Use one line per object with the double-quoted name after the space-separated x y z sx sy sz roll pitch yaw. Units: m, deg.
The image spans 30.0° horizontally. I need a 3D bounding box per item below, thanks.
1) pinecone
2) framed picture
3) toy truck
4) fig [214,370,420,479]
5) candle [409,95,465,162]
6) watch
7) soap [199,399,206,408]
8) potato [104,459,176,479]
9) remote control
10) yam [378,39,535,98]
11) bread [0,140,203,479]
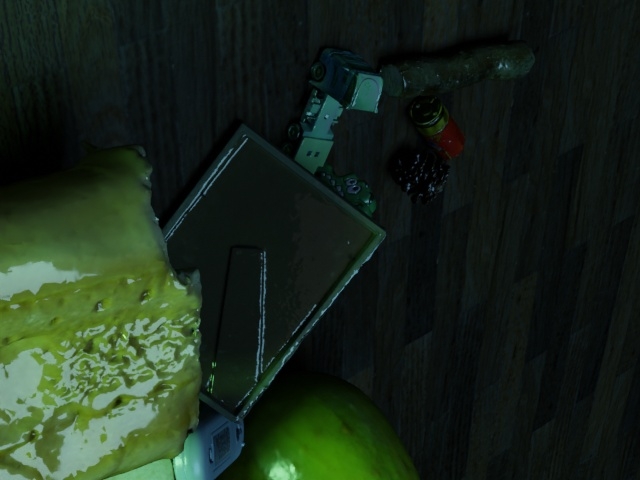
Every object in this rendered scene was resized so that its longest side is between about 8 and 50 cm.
0.139 -0.093 1.677 0.083 0.077 0.077 37 94 -22 "pinecone"
-0.099 0.045 1.474 0.232 0.024 0.315 37 95 -11 "framed picture"
0.012 -0.147 1.490 0.067 0.081 0.175 3 120 -44 "toy truck"
0.006 0.333 1.710 0.258 0.326 0.258 -49 159 -26 "fig"
0.168 -0.151 1.669 0.052 0.052 0.131 -47 145 -2 "candle"
0.000 0.000 1.581 0.165 0.131 0.152 -37 152 -17 "watch"
-0.165 0.152 1.592 0.198 0.063 0.114 -55 143 9 "soap"
-0.285 0.304 1.520 0.246 0.196 0.300 -4 104 -5 "potato"
-0.139 0.256 1.519 0.244 0.047 0.087 -12 95 -81 "remote control"
0.185 -0.230 1.608 0.253 0.061 0.061 -15 132 -35 "yam"
-0.344 0.094 1.216 0.394 0.250 0.361 -17 122 -31 "bread"
